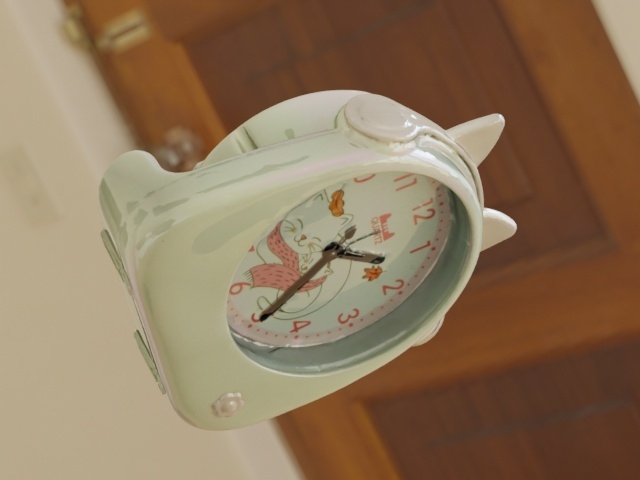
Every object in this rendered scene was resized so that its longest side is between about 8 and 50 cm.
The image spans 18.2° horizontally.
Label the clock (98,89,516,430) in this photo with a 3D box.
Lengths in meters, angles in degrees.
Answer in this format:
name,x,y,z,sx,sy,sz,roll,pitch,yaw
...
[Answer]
name,x,y,z,sx,sy,sz,roll,pitch,yaw
clock,0.000,0.000,1.581,0.324,0.265,0.109,-22,46,-11
